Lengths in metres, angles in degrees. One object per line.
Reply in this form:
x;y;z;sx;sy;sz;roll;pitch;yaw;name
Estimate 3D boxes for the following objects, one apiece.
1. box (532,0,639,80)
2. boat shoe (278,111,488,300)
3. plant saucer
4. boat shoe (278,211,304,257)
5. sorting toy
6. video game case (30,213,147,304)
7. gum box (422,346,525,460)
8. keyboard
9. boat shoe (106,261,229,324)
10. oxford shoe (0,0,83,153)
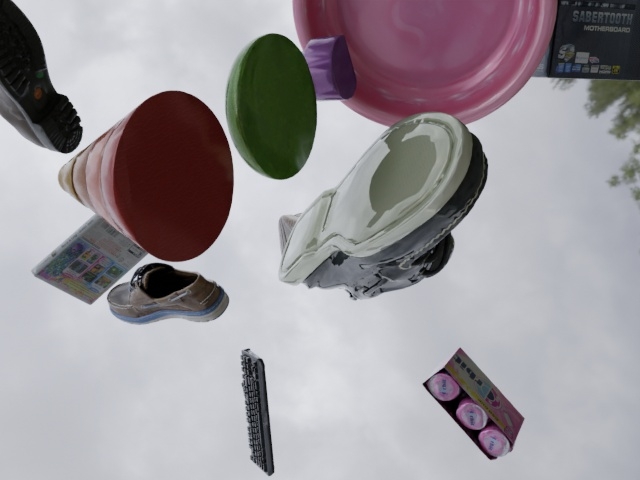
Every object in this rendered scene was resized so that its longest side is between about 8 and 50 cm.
0.437;-0.334;0.957;0.233;0.059;0.183;-2;-75;-15;box
0.067;-0.007;0.595;0.113;0.340;0.127;24;-118;-16;boat shoe
0.132;-0.306;0.829;0.332;0.332;0.084;47;-142;-19;plant saucer
0.000;0.000;0.989;0.090;0.285;0.104;-10;-90;-18;boat shoe
-0.095;-0.107;0.571;0.365;0.126;0.127;-48;-47;-49;sorting toy
-0.372;0.032;1.053;0.143;0.157;0.019;-42;-116;-5;video game case
0.286;0.301;1.172;0.188;0.062;0.107;48;-153;11;gum box
-0.103;0.259;0.983;0.023;0.108;0.180;-6;-85;-22;keyboard
-0.201;0.060;0.795;0.066;0.183;0.066;62;-146;-37;boat shoe
-0.392;-0.206;0.799;0.227;0.096;0.082;82;-152;-44;oxford shoe
